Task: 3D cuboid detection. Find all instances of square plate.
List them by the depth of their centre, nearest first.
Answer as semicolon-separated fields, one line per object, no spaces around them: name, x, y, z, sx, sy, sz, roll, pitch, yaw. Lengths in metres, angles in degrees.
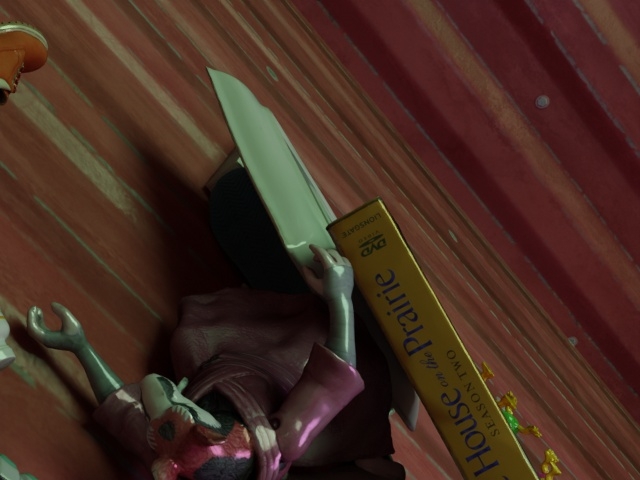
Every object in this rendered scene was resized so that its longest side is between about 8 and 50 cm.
square plate;0.000;0.000;1.255;0.347;0.049;0.344;58;5;-43

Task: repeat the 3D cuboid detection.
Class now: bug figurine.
bug figurine;0.325;0.338;1.799;0.279;0.072;0.216;57;9;27

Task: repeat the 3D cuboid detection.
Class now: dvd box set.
dvd box set;0.146;0.169;1.074;0.420;0.062;0.307;61;4;10

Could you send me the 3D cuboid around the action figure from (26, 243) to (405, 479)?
action figure;-0.074;0.148;0.918;0.370;0.248;0.276;-46;127;-75

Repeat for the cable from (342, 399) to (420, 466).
cable;0.062;0.193;1.333;0.139;0.072;0.287;46;17;-8

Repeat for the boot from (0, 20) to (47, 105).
boot;-0.304;-0.161;1.042;0.085;0.059;0.158;60;25;7

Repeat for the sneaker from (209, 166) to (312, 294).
sneaker;-0.063;0.017;1.339;0.229;0.087;0.092;63;3;19

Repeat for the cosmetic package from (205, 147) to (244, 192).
cosmetic package;-0.084;-0.083;1.499;0.099;0.060;0.239;54;15;-10

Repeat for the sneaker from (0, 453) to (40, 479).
sneaker;-0.213;0.165;0.630;0.224;0.083;0.098;48;40;-13

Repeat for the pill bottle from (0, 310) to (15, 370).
pill bottle;-0.246;0.054;0.775;0.083;0.043;0.043;58;16;11
